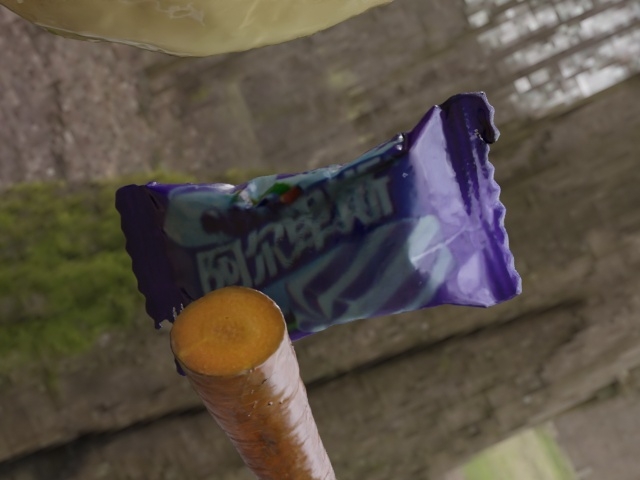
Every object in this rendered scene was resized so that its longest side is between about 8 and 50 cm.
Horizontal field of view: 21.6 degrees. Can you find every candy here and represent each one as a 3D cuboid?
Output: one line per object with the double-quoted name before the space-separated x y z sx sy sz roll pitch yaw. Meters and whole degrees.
"candy" 0.000 0.000 1.133 0.070 0.275 0.145 -51 125 -73

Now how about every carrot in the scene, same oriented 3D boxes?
"carrot" -0.019 0.109 0.888 0.224 0.057 0.057 69 0 -50

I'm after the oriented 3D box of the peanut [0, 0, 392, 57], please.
"peanut" 0.028 -0.145 0.443 0.147 0.319 0.147 28 -48 37
